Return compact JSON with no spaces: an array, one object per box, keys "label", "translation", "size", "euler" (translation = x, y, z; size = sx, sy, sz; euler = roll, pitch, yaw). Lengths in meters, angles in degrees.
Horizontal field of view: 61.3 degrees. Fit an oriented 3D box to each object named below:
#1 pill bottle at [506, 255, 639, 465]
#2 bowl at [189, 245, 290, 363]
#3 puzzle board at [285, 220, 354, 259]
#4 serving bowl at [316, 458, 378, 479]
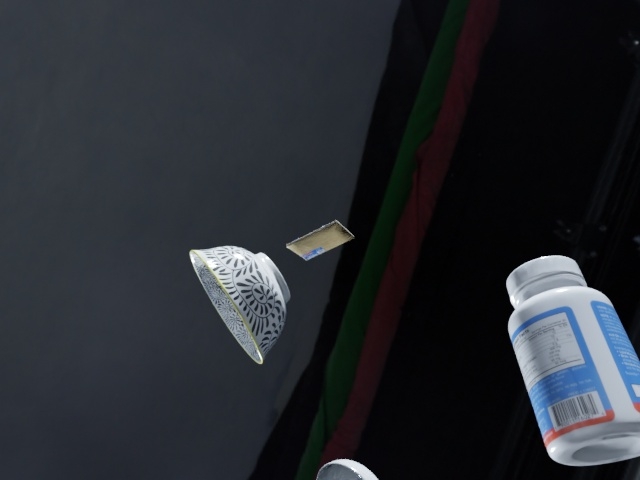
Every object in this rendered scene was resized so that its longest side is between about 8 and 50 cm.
[{"label":"pill bottle","translation":[0.294,0.132,0.629],"size":[0.124,0.124,0.222],"euler":[125,-29,-44]},{"label":"bowl","translation":[-0.092,0.067,0.704],"size":[0.170,0.080,0.170],"euler":[47,-22,26]},{"label":"puzzle board","translation":[0.000,0.000,1.198],"size":[0.128,0.096,0.011],"euler":[-25,-120,17]},{"label":"serving bowl","translation":[0.035,0.244,0.510],"size":[0.083,0.027,0.083],"euler":[13,-70,42]}]
